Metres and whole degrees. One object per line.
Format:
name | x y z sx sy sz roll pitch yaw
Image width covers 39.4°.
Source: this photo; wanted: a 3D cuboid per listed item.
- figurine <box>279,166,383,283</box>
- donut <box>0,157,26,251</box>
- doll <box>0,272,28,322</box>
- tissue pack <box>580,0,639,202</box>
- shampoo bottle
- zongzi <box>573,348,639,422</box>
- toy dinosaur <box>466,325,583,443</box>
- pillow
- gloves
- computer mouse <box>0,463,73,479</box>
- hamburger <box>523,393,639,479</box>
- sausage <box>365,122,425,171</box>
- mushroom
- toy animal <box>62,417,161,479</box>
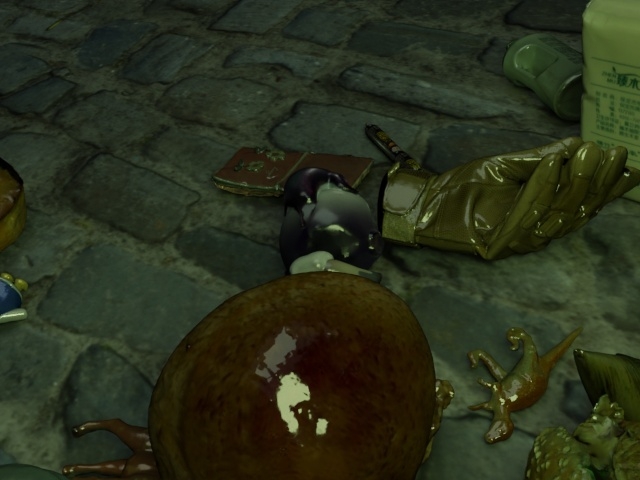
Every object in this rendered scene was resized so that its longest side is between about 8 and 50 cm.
figurine | 0.000 0.000 1.138 0.145 0.145 0.222 -5 36 7
donut | -0.565 -0.045 1.356 0.253 0.118 0.253 -8 32 5
doll | -0.440 0.096 1.178 0.098 0.058 0.143 18 41 4
tissue pack | 0.530 -0.172 1.107 0.380 0.297 0.207 26 50 38
shampoo bottle | 0.378 -0.283 1.481 0.118 0.087 0.234 -18 35 -12
zongzi | 0.324 0.169 0.762 0.205 0.204 0.094 30 78 39
toy dinosaur | 0.230 0.150 0.956 0.161 0.039 0.126 -9 44 -7
pillow | -0.042 -0.103 1.371 0.232 0.043 0.126 6 37 21
gloves | 0.238 -0.049 1.143 0.331 0.141 0.154 -5 8 24
computer mouse | -0.224 0.345 0.715 0.188 0.122 0.371 -26 44 -17
hamburger | 0.232 0.247 0.688 0.122 0.189 0.215 -17 36 7
sausage | 0.113 -0.142 1.402 0.028 0.025 0.198 -21 37 -11
mushroom | 0.001 0.160 0.825 0.283 0.264 0.195 3 -7 -39
toy animal | -0.165 0.270 0.855 0.229 0.066 0.224 6 36 8
